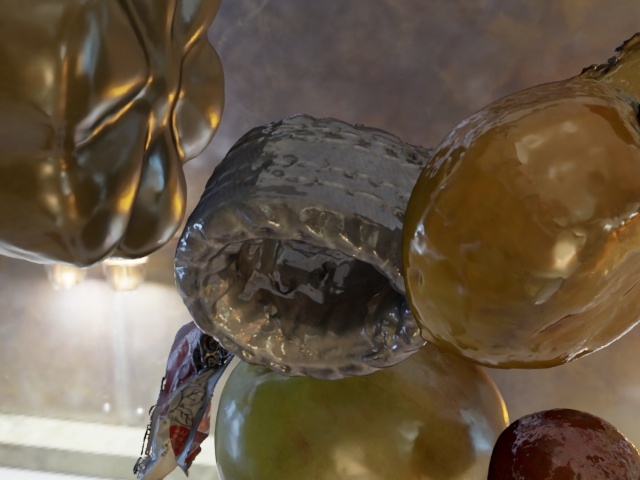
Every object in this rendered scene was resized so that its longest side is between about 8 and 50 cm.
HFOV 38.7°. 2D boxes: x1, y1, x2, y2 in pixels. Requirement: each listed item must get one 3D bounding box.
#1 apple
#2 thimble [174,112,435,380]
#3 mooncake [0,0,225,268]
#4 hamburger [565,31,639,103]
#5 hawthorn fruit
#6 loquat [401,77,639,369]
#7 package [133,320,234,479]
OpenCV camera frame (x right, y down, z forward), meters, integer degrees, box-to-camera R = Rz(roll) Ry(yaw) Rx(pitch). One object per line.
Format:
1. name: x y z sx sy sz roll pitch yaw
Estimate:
1. apple: 0.036 0.217 1.083 0.338 0.305 0.338 -38 -155 21
2. thimble: 0.000 0.000 0.812 0.237 0.205 0.172 -7 -141 24
3. mooncake: -0.276 -0.197 1.010 0.262 0.466 0.467 14 -163 11
4. hamburger: 0.401 -0.054 1.191 0.446 0.268 0.286 -32 -141 27
5. hawthorn fruit: 0.237 0.236 0.879 0.169 0.169 0.188 0 -138 3
6. loquat: 0.155 -0.012 0.626 0.176 0.234 0.187 48 -155 22
7. package: -0.186 0.217 1.303 0.194 0.071 0.269 -21 -140 38
